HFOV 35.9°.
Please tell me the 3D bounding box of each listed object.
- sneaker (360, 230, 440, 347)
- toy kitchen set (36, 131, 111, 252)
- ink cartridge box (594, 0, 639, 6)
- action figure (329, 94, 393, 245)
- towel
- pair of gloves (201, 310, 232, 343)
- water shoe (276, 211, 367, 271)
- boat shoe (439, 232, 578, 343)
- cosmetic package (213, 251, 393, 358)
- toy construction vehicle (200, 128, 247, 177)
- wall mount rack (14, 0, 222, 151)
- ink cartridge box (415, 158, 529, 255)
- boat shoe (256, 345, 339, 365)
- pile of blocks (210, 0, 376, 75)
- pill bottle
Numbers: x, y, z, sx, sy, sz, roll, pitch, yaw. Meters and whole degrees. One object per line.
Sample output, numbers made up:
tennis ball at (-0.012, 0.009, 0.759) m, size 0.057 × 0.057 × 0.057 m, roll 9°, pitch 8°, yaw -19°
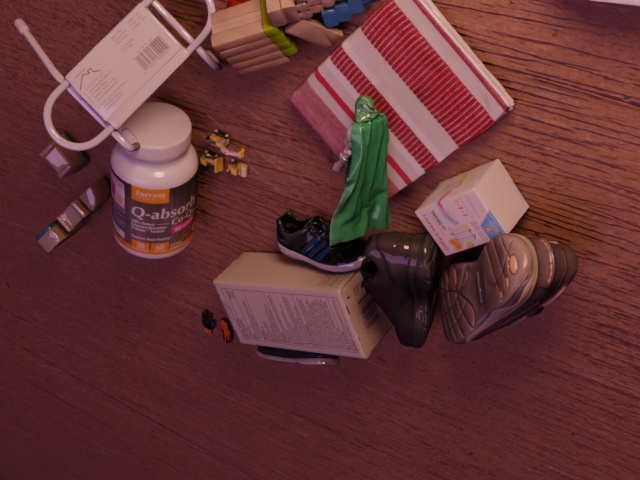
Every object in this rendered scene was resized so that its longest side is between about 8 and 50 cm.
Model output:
sneaker at (0.131, 0.075, 1.646) m, size 0.130 × 0.109 × 0.286 m, roll 9°, pitch 140°, yaw 12°
toy kitchen set at (-0.550, -0.111, 2.116) m, size 0.207 × 0.122 × 0.166 m, roll -38°, pitch 96°, yaw 30°
ink cartridge box at (0.277, -0.437, 1.125) m, size 0.385 × 0.091 × 0.308 m, roll 14°, pitch 132°, yaw 29°
action figure at (0.065, -0.115, 1.524) m, size 0.063 × 0.137 × 0.232 m, roll 30°, pitch 130°, yaw 35°
towel at (0.115, -0.214, 1.500) m, size 0.237 × 0.037 × 0.329 m, roll 48°, pitch 140°, yaw -5°
pair of gloves at (-0.226, 0.189, 2.160) m, size 0.083 × 0.010 × 0.074 m, roll 24°, pitch 138°, yaw 26°
water shoe at (0.000, 0.000, 1.755) m, size 0.203 × 0.073 × 0.080 m, roll 10°, pitch 128°, yaw 33°
boat shoe at (0.285, 0.085, 1.527) m, size 0.130 × 0.132 × 0.355 m, roll 1°, pitch 166°, yaw -13°
cosmetic package at (-0.034, 0.117, 1.856) m, size 0.309 × 0.113 × 0.160 m, roll 4°, pitch 126°, yaw 39°
toy construction vehicle at (-0.179, -0.152, 1.801) m, size 0.098 × 0.035 × 0.086 m, roll 27°, pitch 138°, yaw 19°
wall mount rack at (-0.343, -0.326, 1.638) m, size 0.350 × 0.130 × 0.304 m, roll -43°, pitch 97°, yaw 6°
ink cartridge box at (0.225, -0.046, 1.511) m, size 0.143 × 0.090 × 0.092 m, roll -23°, pitch 108°, yaw 48°
boat shoe at (-0.044, 0.210, 1.991) m, size 0.233 × 0.084 × 0.079 m, roll -5°, pitch 83°, yaw 50°
pile of blocks at (-0.016, -0.371, 1.439) m, size 0.362 × 0.149 × 0.112 m, roll -25°, pitch 63°, yaw 39°
pill bottle at (-0.311, -0.110, 1.851) m, size 0.162 × 0.162 × 0.278 m, roll 29°, pitch 139°, yaw 17°
